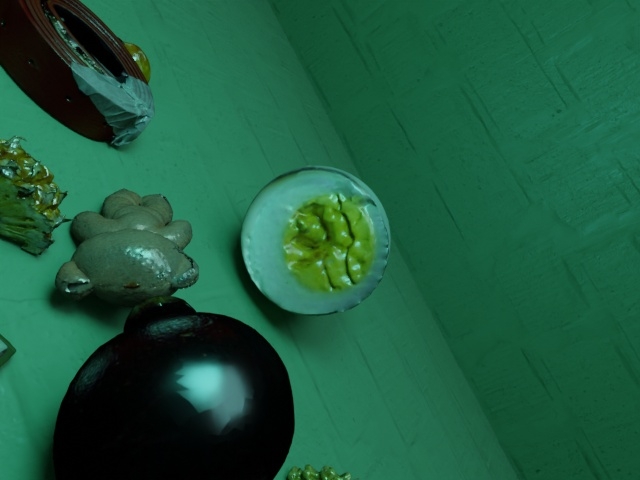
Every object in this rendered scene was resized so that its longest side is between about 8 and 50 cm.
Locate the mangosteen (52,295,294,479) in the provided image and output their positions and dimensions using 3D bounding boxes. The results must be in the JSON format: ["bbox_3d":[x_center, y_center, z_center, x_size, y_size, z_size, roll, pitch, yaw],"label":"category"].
[{"bbox_3d":[-0.179,0.211,0.611,0.297,0.297,0.313,31,39,-50],"label":"mangosteen"}]

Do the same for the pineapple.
[{"bbox_3d":[-0.439,-0.085,0.636,0.233,0.135,0.079,40,28,-35],"label":"pineapple"}]

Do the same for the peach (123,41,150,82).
[{"bbox_3d":[-0.439,-0.398,1.083,0.101,0.101,0.100,46,26,-30],"label":"peach"}]

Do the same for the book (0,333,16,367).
[{"bbox_3d":[-0.461,0.060,0.468,0.289,0.026,0.201,51,4,-15],"label":"book"}]

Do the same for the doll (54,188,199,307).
[{"bbox_3d":[-0.316,0.017,0.808,0.201,0.156,0.303,2,27,-17],"label":"doll"}]

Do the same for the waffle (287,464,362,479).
[{"bbox_3d":[0.022,0.522,0.916,0.046,0.161,0.191,-60,146,-72],"label":"waffle"}]

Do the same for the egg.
[{"bbox_3d":[0.000,0.000,1.202,0.354,0.355,0.340,60,6,2],"label":"egg"}]

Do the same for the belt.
[{"bbox_3d":[-0.467,-0.339,0.920,0.324,0.115,0.227,49,25,-24],"label":"belt"}]
